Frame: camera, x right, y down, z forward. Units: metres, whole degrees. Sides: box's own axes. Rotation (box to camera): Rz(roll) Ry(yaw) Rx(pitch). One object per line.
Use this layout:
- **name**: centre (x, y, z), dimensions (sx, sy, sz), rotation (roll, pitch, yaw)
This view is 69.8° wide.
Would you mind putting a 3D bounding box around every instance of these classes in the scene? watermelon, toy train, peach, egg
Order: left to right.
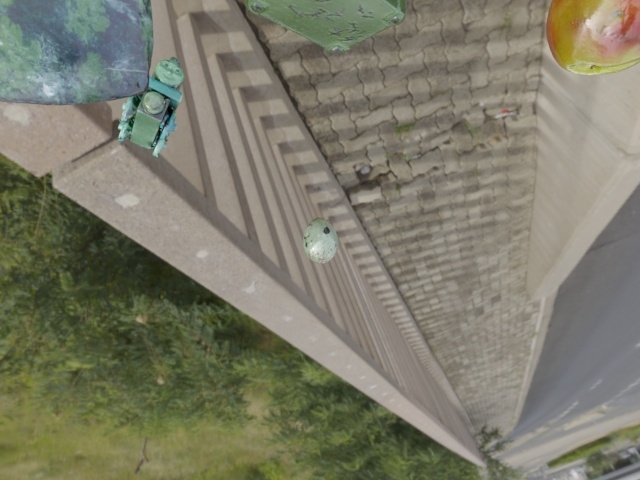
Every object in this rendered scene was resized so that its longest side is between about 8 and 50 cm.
- **watermelon**: centre (-0.254, -0.221, 0.374), dimensions (0.202, 0.136, 0.207), rotation (13, 104, 11)
- **toy train**: centre (-0.398, -0.324, 1.106), dimensions (0.120, 0.194, 0.298), rotation (23, 166, -23)
- **egg**: centre (0.000, 0.000, 1.096), dimensions (0.085, 0.110, 0.085), rotation (-4, 174, 0)
- **peach**: centre (0.585, -0.460, 0.935), dimensions (0.230, 0.231, 0.231), rotation (-14, 144, -10)

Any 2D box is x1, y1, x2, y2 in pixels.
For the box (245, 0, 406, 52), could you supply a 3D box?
- **box**: centre (0.016, -0.519, 0.903), dimensions (0.252, 0.178, 0.328), rotation (-10, 172, 44)
